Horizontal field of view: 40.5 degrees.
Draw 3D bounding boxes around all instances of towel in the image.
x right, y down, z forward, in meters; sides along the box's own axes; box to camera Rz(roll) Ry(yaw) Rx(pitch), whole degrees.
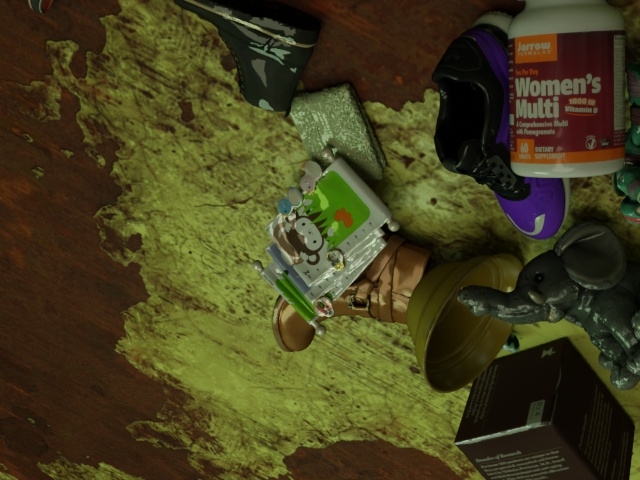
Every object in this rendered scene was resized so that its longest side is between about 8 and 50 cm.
[{"bbox_3d":[0.021,-0.141,1.182,0.110,0.027,0.148,-6,124,29],"label":"towel"}]

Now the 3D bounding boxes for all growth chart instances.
[{"bbox_3d":[0.000,0.000,1.218,0.172,0.021,0.237,40,118,8],"label":"growth chart"}]

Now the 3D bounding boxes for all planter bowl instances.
[{"bbox_3d":[0.186,0.098,1.214,0.090,0.217,0.217,31,141,39],"label":"planter bowl"}]

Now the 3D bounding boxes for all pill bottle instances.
[{"bbox_3d":[0.261,-0.182,0.923,0.121,0.121,0.221,1,101,25],"label":"pill bottle"}]

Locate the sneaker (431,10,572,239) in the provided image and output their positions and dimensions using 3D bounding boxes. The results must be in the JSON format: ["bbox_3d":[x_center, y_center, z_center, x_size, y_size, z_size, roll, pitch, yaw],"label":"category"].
[{"bbox_3d":[0.200,-0.106,1.028,0.102,0.146,0.293,8,130,48],"label":"sneaker"}]

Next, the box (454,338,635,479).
[{"bbox_3d":[0.338,0.290,1.291,0.167,0.168,0.203,-26,112,39],"label":"box"}]

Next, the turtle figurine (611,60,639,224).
[{"bbox_3d":[0.382,-0.090,0.976,0.118,0.175,0.234,19,127,37],"label":"turtle figurine"}]

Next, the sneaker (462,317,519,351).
[{"bbox_3d":[0.248,0.153,1.314,0.098,0.038,0.069,31,136,12],"label":"sneaker"}]

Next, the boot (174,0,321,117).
[{"bbox_3d":[-0.111,-0.246,1.115,0.198,0.077,0.137,24,127,6],"label":"boot"}]

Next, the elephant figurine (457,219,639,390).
[{"bbox_3d":[0.334,0.061,1.106,0.239,0.186,0.169,35,114,18],"label":"elephant figurine"}]

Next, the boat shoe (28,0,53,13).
[{"bbox_3d":[-0.356,-0.357,1.171,0.043,0.049,0.137,34,129,-6],"label":"boat shoe"}]

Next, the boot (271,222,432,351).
[{"bbox_3d":[0.049,0.087,1.317,0.220,0.109,0.283,17,123,12],"label":"boot"}]
